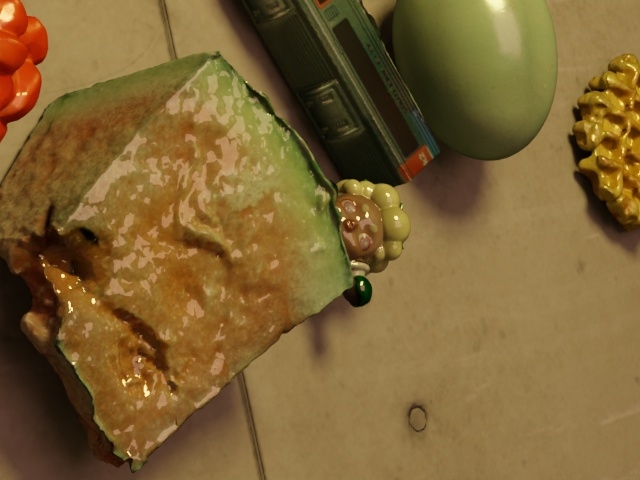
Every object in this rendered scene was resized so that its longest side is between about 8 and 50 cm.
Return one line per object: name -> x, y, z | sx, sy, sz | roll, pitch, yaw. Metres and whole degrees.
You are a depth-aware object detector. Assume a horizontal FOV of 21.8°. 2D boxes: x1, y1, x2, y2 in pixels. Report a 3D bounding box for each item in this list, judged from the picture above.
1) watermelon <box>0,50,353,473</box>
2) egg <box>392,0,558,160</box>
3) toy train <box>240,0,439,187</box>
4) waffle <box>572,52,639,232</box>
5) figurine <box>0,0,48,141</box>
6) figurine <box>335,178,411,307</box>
watermelon -> -0.150, 0.006, 1.408 | 0.302, 0.151, 0.264 | -42, 114, -23
egg -> 0.162, -0.196, 1.724 | 0.168, 0.168, 0.231 | -20, 98, -45
toy train -> -0.023, -0.231, 1.611 | 0.089, 0.086, 0.409 | -45, 112, -39
waffle -> 0.398, -0.101, 2.012 | 0.253, 0.056, 0.249 | -42, 109, -44
figurine -> -0.394, -0.203, 1.175 | 0.412, 0.241, 0.306 | 52, 23, 1
figurine -> 0.001, -0.001, 1.574 | 0.197, 0.093, 0.147 | -20, 84, -44
